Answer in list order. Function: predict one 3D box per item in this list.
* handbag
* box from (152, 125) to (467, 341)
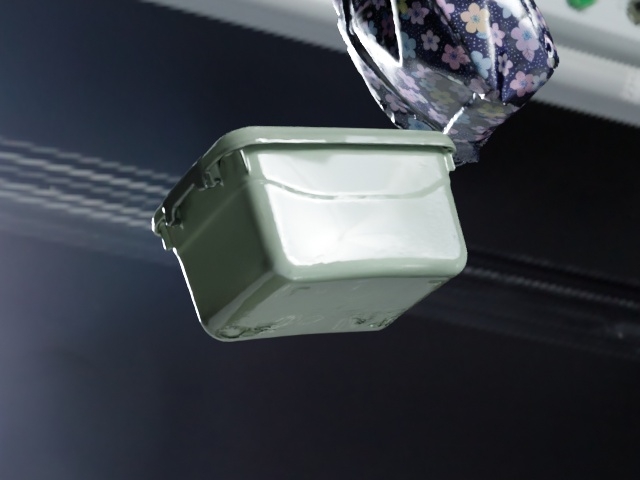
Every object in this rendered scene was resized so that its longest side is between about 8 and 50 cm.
[{"bbox_3d":[0.102,-0.183,1.157,0.127,0.229,0.208,-29,-4,-18],"label":"handbag"},{"bbox_3d":[0.000,0.000,0.800,0.172,0.093,0.124,-2,-25,-34],"label":"box"}]
